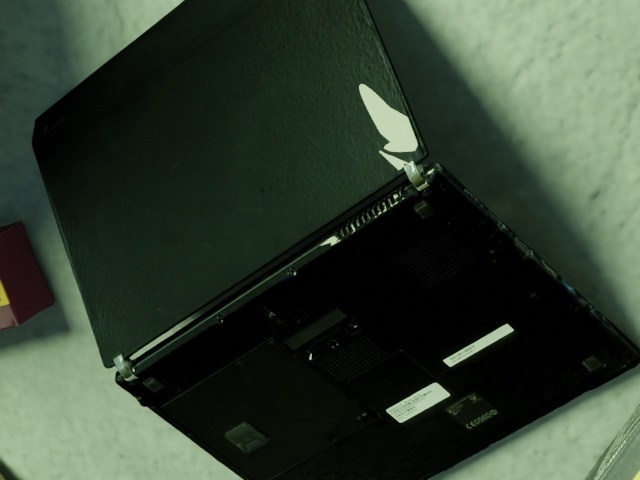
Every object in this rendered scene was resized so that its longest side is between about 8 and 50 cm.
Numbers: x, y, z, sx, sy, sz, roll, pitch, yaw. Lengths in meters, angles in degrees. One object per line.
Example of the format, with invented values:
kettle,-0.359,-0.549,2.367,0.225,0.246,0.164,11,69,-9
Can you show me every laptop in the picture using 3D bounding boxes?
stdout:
laptop,0.000,0.000,0.968,0.234,0.136,0.264,-33,120,30

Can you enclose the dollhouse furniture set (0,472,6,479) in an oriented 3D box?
dollhouse furniture set,-0.385,0.229,1.038,0.394,0.362,0.256,51,123,31

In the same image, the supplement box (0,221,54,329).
supplement box,-0.208,0.028,1.050,0.083,0.043,0.055,-15,102,27

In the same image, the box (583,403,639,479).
box,0.250,0.234,0.904,0.318,0.097,0.395,33,119,7
